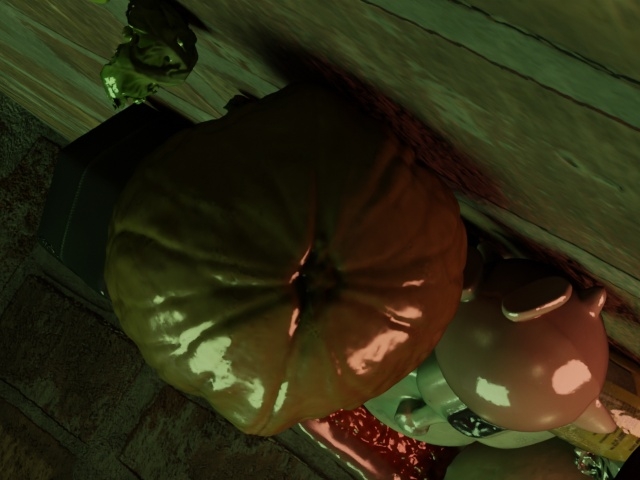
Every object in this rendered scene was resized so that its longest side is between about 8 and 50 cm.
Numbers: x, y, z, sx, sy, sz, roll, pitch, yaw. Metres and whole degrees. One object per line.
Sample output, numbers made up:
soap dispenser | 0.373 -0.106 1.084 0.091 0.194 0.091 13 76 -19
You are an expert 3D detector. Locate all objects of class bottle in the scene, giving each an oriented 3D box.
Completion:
bottle | 0.250 0.143 1.137 0.269 0.083 0.083 28 176 -9

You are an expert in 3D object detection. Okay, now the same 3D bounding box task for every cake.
cake | 0.096 0.187 1.748 0.309 0.237 0.230 38 173 -14

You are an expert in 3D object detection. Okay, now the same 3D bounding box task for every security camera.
security camera | 0.140 0.173 1.492 0.157 0.080 0.301 35 148 -17

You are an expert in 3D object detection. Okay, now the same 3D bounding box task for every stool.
stool | -0.199 -0.034 1.607 0.141 0.232 0.232 33 176 31

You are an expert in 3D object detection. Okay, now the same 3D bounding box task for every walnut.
walnut | -0.022 0.009 0.872 0.228 0.228 0.228 33 175 3

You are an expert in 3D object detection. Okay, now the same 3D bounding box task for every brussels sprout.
brussels sprout | -0.112 -0.125 0.942 0.058 0.085 0.085 20 178 -12

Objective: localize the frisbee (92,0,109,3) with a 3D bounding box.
frisbee | -0.239 -0.237 0.960 0.236 0.017 0.236 33 176 3

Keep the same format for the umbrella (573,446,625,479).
umbrella | 0.396 0.276 1.345 0.357 0.106 0.113 30 171 38

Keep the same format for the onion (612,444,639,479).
onion | 0.246 0.164 0.612 0.221 0.281 0.281 -3 -169 -23

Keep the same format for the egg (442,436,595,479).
egg | 0.306 0.325 1.545 0.337 0.337 0.201 34 152 0

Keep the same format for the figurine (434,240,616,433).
figurine | 0.139 0.068 0.953 0.125 0.125 0.138 29 159 45

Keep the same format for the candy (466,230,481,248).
candy | 0.114 0.042 1.143 0.097 0.097 0.323 32 -178 19

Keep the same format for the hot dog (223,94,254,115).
hot dog | -0.027 -0.077 1.077 0.122 0.037 0.049 37 -171 27
